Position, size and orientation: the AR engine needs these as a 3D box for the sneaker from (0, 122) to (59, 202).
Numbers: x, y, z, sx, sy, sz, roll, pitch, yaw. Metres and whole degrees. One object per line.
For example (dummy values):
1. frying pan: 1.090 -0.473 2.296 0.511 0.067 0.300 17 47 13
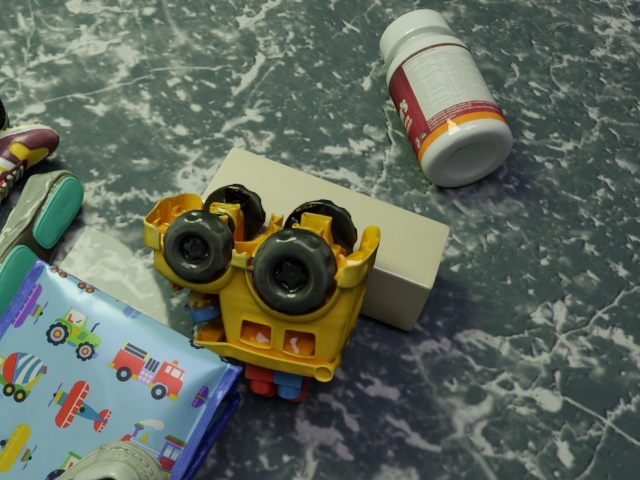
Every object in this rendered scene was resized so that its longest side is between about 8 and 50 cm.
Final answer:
1. sneaker: -0.377 -0.065 0.951 0.185 0.069 0.084 -29 74 -19

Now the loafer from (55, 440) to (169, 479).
1. loafer: -0.243 0.293 0.642 0.112 0.111 0.319 35 84 7

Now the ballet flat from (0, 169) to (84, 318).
1. ballet flat: -0.330 0.010 0.913 0.068 0.072 0.213 0 50 24

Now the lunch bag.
1. lunch bag: -0.238 0.205 0.762 0.221 0.138 0.293 27 67 6

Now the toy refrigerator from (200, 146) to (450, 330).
1. toy refrigerator: 0.000 0.000 0.953 0.269 0.094 0.102 21 48 4

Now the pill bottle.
1. pill bottle: 0.157 -0.190 1.088 0.121 0.121 0.221 -9 58 -15

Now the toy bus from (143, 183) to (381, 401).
1. toy bus: -0.064 0.063 0.838 0.220 0.212 0.149 12 20 9

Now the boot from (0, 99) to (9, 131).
1. boot: -0.464 -0.141 0.907 0.236 0.178 0.085 -19 83 -23
